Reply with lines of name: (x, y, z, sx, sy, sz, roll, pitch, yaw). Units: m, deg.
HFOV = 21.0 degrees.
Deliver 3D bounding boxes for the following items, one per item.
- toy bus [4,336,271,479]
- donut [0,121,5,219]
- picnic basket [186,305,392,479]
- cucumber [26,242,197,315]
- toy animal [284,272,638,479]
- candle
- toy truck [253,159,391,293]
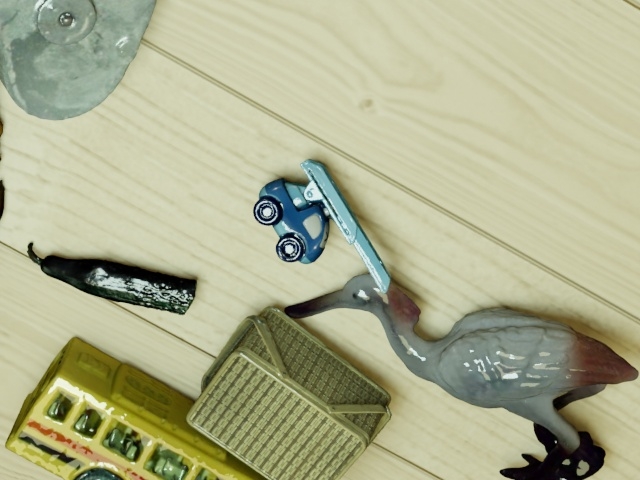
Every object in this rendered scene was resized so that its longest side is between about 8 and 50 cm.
toy bus: (-0.126, 0.225, 1.637, 0.335, 0.121, 0.123, 30, 105, -9)
donut: (-0.425, 0.009, 1.411, 0.163, 0.435, 0.378, 14, 157, 14)
picnic basket: (-0.029, 0.154, 1.588, 0.164, 0.079, 0.115, 35, 125, -2)
cucumber: (-0.194, 0.034, 1.587, 0.163, 0.043, 0.039, 12, 137, -1)
toy animal: (0.145, 0.112, 1.562, 0.324, 0.090, 0.195, 37, 124, -11)
candle: (-0.211, -0.199, 1.431, 0.168, 0.068, 0.192, -29, 133, -3)
toy truck: (0.000, 0.000, 1.526, 0.074, 0.063, 0.136, -30, 94, 8)
